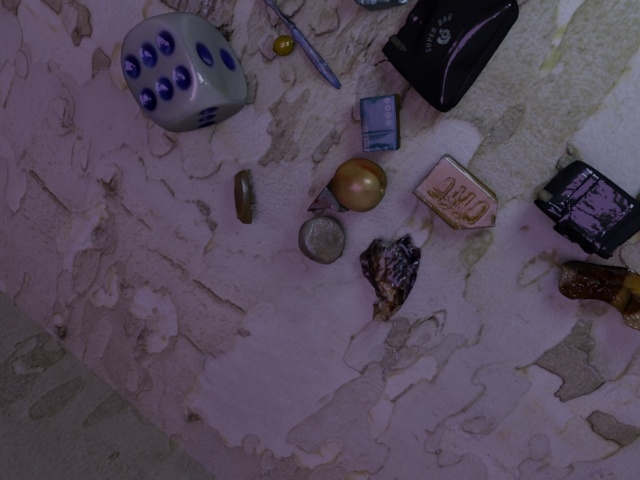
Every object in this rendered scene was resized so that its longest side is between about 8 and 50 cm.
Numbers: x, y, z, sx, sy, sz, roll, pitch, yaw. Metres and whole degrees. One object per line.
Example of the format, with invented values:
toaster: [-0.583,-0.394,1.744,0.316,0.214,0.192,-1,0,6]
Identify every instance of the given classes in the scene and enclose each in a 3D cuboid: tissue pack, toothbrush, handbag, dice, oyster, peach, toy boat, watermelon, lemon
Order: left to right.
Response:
dice: [-0.443,-0.548,1.401,0.276,0.304,0.305,-19,98,25]
toy boat: [-0.282,-0.165,1.586,0.064,0.072,0.206,4,97,36]
lemon: [-0.123,-0.640,1.384,0.083,0.062,0.063,-8,103,30]
toothbrush: [-0.065,-0.659,1.371,0.035,0.042,0.414,-37,92,36]
watermelon: [0.011,-0.151,1.467,0.158,0.098,0.121,1,106,25]
peach: [0.123,-0.182,1.368,0.184,0.184,0.185,6,108,19]
tissue pack: [0.192,-0.372,1.333,0.119,0.082,0.170,0,106,20]
oyster: [0.236,0.123,1.463,0.275,0.100,0.271,-36,76,31]
handbag: [0.345,-0.580,1.186,0.288,0.152,0.343,43,116,22]
handbag: [0.735,-0.081,1.163,0.254,0.181,0.181,41,109,6]

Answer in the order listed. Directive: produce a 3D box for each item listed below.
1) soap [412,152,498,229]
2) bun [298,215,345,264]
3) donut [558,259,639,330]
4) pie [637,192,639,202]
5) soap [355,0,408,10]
soap: [0.437,-0.129,1.315,0.257,0.080,0.160,41,116,5]
bun: [0.000,0.000,1.503,0.166,0.113,0.173,-8,94,-19]
donut: [0.841,0.146,1.219,0.294,0.151,0.113,30,129,24]
pie: [1.014,-0.100,1.107,0.305,0.071,0.307,5,104,20]
soap: [0.174,-0.806,1.191,0.150,0.094,0.262,8,108,30]
